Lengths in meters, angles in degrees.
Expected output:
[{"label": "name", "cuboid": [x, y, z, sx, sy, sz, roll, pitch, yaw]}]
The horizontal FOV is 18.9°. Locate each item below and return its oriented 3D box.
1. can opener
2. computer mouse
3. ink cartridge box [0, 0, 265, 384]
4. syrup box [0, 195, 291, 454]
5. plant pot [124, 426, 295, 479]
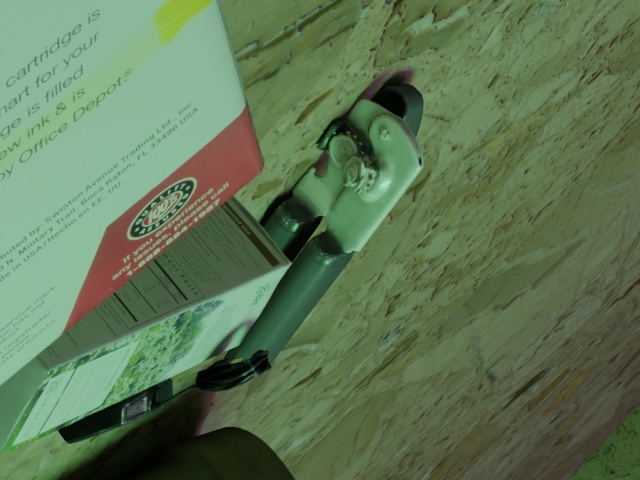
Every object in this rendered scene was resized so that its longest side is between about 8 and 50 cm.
[{"label": "can opener", "cuboid": [0.000, 0.000, 1.509, 0.093, 0.074, 0.280, -15, 148, -54]}, {"label": "computer mouse", "cuboid": [-0.122, 0.107, 1.434, 0.242, 0.041, 0.071, -21, 180, 43]}, {"label": "ink cartridge box", "cuboid": [-0.194, -0.074, 0.834, 0.279, 0.160, 0.384, -39, 161, -10]}, {"label": "syrup box", "cuboid": [-0.140, 0.045, 1.298, 0.237, 0.096, 0.093, -25, 156, -46]}, {"label": "plant pot", "cuboid": [-0.165, 0.351, 1.671, 0.280, 0.323, 0.323, -13, 150, -25]}]
